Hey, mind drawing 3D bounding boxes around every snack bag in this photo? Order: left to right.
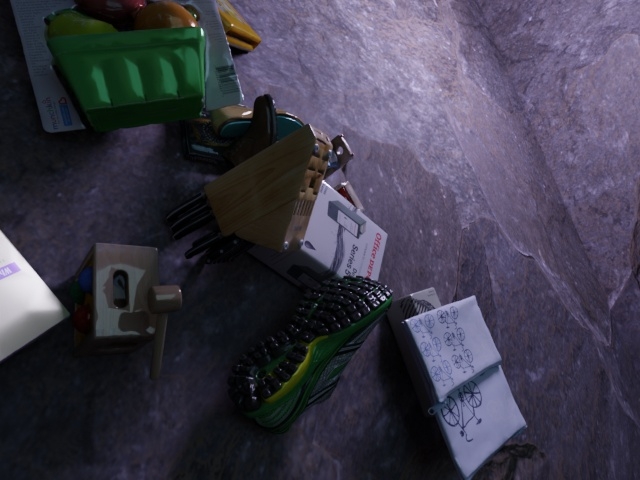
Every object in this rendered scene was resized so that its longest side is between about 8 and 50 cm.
[{"bbox_3d":[0.333,0.309,0.949,0.323,0.037,0.342,-4,71,-45],"label":"snack bag"}]

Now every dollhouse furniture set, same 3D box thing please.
[{"bbox_3d":[0.017,-0.128,0.980,0.129,0.129,0.183,-27,86,-45],"label":"dollhouse furniture set"}]

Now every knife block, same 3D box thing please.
[{"bbox_3d":[-0.134,-0.081,0.726,0.242,0.275,0.088,21,9,17],"label":"knife block"}]

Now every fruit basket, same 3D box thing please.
[{"bbox_3d":[-0.337,-0.374,0.736,0.327,0.165,0.352,-16,83,-19],"label":"fruit basket"}]

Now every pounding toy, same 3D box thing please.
[{"bbox_3d":[-0.264,0.096,0.559,0.094,0.206,0.180,6,64,-39],"label":"pounding toy"}]

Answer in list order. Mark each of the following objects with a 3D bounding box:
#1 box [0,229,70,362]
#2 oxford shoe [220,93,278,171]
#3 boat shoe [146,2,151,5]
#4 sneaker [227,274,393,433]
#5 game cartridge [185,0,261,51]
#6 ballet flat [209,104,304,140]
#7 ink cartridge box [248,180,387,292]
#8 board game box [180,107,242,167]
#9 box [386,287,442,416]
[{"bbox_3d":[-0.438,0.055,0.424,0.242,0.117,0.213,56,19,-10],"label":"box"},{"bbox_3d":[-0.143,-0.183,0.845,0.096,0.083,0.227,10,97,-28],"label":"oxford shoe"},{"bbox_3d":[-0.455,-0.514,0.789,0.325,0.116,0.123,-7,73,-43],"label":"boat shoe"},{"bbox_3d":[-0.001,0.190,0.761,0.344,0.134,0.146,-37,129,-22],"label":"sneaker"},{"bbox_3d":[-0.282,-0.564,0.926,0.323,0.053,0.285,48,17,-12],"label":"game cartridge"},{"bbox_3d":[-0.134,-0.267,0.927,0.232,0.080,0.073,-11,63,-45],"label":"ballet flat"},{"bbox_3d":[0.000,0.000,0.905,0.273,0.115,0.198,37,48,-21],"label":"ink cartridge box"},{"bbox_3d":[-0.203,-0.215,0.910,0.186,0.026,0.126,5,65,-40],"label":"board game box"},{"bbox_3d":[0.258,0.259,1.004,0.113,0.094,0.274,-9,73,-45],"label":"box"}]
